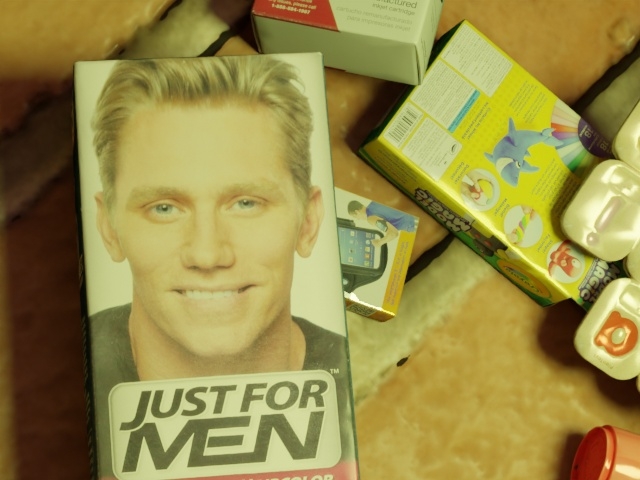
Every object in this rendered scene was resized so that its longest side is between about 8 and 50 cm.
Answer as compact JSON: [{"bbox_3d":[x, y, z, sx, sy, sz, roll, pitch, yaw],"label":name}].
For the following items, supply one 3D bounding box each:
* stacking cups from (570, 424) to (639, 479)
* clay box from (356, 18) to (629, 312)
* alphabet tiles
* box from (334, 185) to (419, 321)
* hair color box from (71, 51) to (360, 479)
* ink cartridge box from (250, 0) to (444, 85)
[{"bbox_3d":[0.343,0.210,1.319,0.316,0.096,0.096,22,70,-11],"label":"stacking cups"},{"bbox_3d":[0.152,-0.049,1.323,0.222,0.053,0.127,40,69,-9],"label":"clay box"},{"bbox_3d":[0.329,0.011,1.293,0.284,0.021,0.278,34,87,-2],"label":"alphabet tiles"},{"bbox_3d":[0.000,0.000,1.267,0.136,0.028,0.081,20,71,-17],"label":"box"},{"bbox_3d":[-0.074,0.054,1.165,0.174,0.105,0.347,-4,77,-9],"label":"hair color box"},{"bbox_3d":[0.033,-0.217,1.286,0.127,0.072,0.175,12,70,10],"label":"ink cartridge box"}]
